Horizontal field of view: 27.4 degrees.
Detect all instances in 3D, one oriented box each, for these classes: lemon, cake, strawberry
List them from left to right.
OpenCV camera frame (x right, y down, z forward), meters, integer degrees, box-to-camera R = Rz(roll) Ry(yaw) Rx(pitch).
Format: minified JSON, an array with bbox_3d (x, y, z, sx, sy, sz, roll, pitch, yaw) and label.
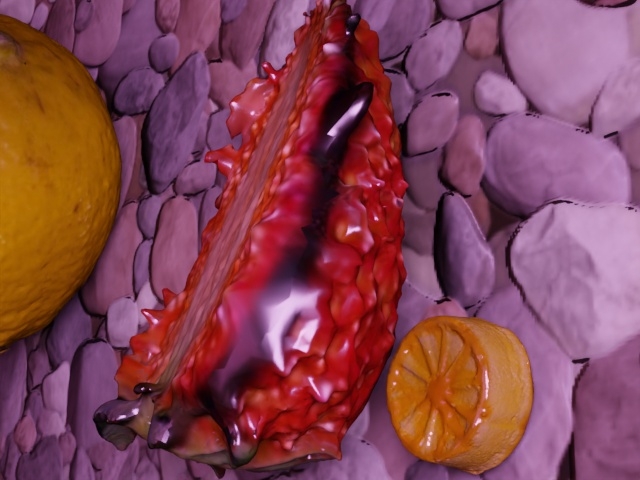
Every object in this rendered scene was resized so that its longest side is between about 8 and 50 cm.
[{"bbox_3d":[-0.286,-0.037,1.046,0.320,0.245,0.245,-64,36,38],"label":"lemon"},{"bbox_3d":[0.000,0.000,0.759,0.306,0.137,0.233,-65,16,-18],"label":"strawberry"},{"bbox_3d":[0.074,0.080,0.698,0.084,0.044,0.084,-20,64,49],"label":"cake"}]
